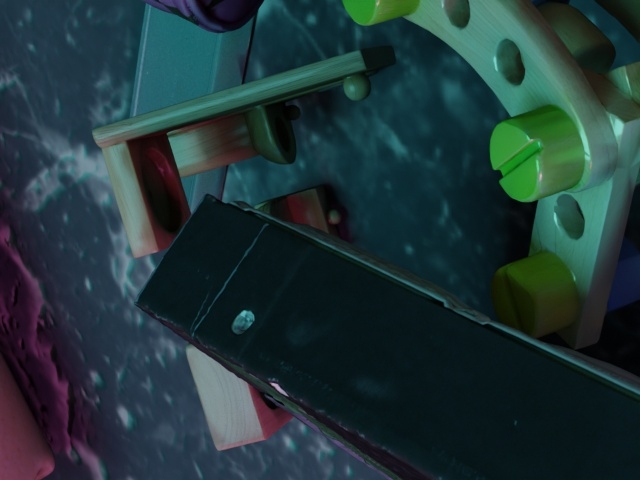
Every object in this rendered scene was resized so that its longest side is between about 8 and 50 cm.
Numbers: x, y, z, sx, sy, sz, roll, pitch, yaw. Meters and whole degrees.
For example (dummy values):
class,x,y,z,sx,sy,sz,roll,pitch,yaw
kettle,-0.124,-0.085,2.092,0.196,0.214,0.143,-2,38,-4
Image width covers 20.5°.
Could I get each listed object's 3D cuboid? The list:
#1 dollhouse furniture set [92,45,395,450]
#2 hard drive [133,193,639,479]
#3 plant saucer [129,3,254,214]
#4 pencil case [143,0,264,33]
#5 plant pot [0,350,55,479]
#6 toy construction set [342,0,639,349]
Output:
class,x,y,z,sx,sy,sz,roll,pitch,yaw
dollhouse furniture set,0.000,0.000,0.802,0.123,0.144,0.151,-16,93,17
hard drive,0.109,0.102,0.648,0.339,0.064,0.237,24,168,48
plant saucer,-0.072,-0.077,0.912,0.067,0.018,0.192,38,136,27
pencil case,-0.101,-0.177,0.832,0.209,0.098,0.095,32,158,28
plant pot,-0.334,0.078,1.087,0.334,0.334,0.305,-19,108,51
toy construction set,0.118,-0.128,0.567,0.328,0.151,0.215,-47,63,45
